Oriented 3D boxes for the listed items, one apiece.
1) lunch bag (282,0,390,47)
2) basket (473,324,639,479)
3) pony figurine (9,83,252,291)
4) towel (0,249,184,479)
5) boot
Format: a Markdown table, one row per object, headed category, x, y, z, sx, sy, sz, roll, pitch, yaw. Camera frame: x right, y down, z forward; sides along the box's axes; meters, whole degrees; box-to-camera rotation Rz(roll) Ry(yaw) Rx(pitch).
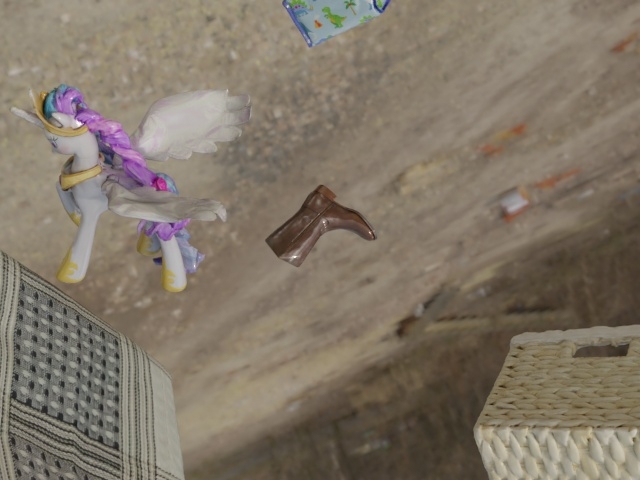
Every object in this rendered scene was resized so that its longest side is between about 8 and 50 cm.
| category | x | y | z | sx | sy | sz | roll | pitch | yaw |
| --- | --- | --- | --- | --- | --- | --- | --- | --- | --- |
| lunch bag | 0.033 | -0.356 | 1.565 | 0.129 | 0.096 | 0.151 | -18 | -154 | 29 |
| basket | 0.449 | 0.337 | 1.737 | 0.328 | 0.331 | 0.266 | -6 | -153 | 33 |
| pony figurine | -0.291 | -0.082 | 1.770 | 0.351 | 0.302 | 0.363 | 5 | 135 | 7 |
| towel | -0.226 | 0.161 | 0.972 | 0.056 | 0.324 | 0.312 | -31 | 130 | 18 |
| boot | 0.000 | 0.000 | 1.420 | 0.114 | 0.106 | 0.037 | -49 | 171 | -21 |
